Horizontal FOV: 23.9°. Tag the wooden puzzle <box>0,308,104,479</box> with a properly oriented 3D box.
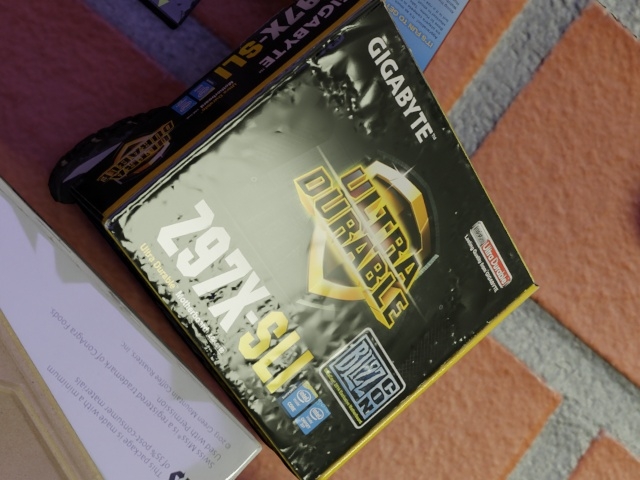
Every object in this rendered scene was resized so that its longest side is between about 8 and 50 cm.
[{"bbox_3d":[-0.267,0.141,0.928,0.221,0.044,0.239,-31,106,-12],"label":"wooden puzzle"}]

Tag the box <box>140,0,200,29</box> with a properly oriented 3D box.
[{"bbox_3d":[-0.108,-0.266,1.197,0.116,0.029,0.162,39,79,-15],"label":"box"}]

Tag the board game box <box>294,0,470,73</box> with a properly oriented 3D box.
[{"bbox_3d":[0.000,-0.258,1.195,0.281,0.027,0.145,41,61,-15],"label":"board game box"}]

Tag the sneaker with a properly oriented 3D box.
[{"bbox_3d":[-0.076,-0.061,1.183,0.271,0.100,0.108,-13,101,-16],"label":"sneaker"}]

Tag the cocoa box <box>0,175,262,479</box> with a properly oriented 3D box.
[{"bbox_3d":[-0.255,0.091,1.066,0.231,0.228,0.347,-45,104,-8],"label":"cocoa box"}]

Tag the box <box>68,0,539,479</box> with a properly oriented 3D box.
[{"bbox_3d":[0.000,0.000,1.154,0.257,0.079,0.322,-39,127,-9],"label":"box"}]
